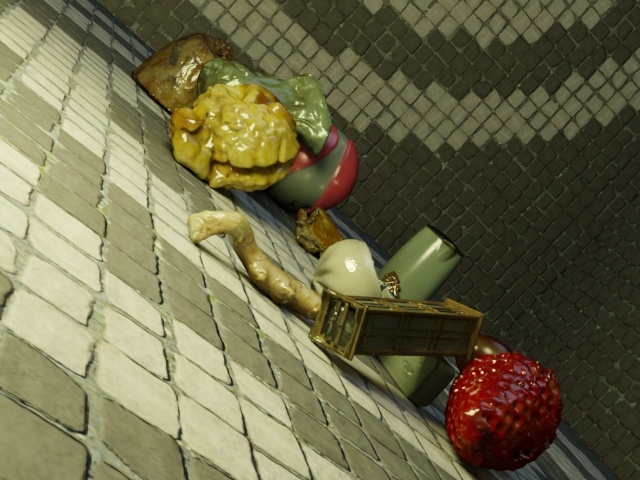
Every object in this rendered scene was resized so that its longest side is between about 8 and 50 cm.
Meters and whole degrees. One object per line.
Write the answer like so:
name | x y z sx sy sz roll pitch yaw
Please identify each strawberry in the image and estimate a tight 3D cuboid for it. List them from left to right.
strawberry | 0.288 0.289 1.392 0.205 0.205 0.244 44 18 19

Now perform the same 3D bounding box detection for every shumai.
shumai | -0.129 -0.334 2.120 0.292 0.289 0.330 -39 107 -58

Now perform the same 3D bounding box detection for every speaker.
speaker | -0.045 -0.213 2.377 0.294 0.294 0.294 42 6 -5

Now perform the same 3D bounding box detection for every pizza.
pizza | 0.000 0.000 2.121 0.189 0.071 0.297 55 10 0

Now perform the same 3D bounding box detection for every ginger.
ginger | -0.085 0.044 1.292 0.288 0.075 0.089 43 9 -33

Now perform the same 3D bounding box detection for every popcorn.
popcorn | -0.184 -0.209 1.802 0.265 0.225 0.332 33 23 24

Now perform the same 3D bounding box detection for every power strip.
power strip | 0.147 0.191 1.585 0.053 0.093 0.288 35 9 -33

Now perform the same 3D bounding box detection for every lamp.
lamp | 0.130 0.137 1.362 0.325 0.089 0.090 9 11 -47

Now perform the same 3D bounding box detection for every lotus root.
lotus root | -0.330 -0.418 2.314 0.316 0.250 0.316 48 12 -13

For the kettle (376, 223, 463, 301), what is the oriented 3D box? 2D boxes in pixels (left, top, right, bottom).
kettle | 0.276 0.078 2.461 0.165 0.255 0.240 39 6 -12

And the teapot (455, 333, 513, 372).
teapot | 0.435 0.354 2.240 0.178 0.135 0.252 -4 -58 57

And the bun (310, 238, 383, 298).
bun | 0.043 0.085 1.530 0.173 0.120 0.172 166 -90 -86

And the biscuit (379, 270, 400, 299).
biscuit | 0.191 0.126 2.355 0.082 0.092 0.016 21 -13 16

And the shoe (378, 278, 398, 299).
shoe | 0.155 0.143 2.127 0.143 0.064 0.071 45 7 1
